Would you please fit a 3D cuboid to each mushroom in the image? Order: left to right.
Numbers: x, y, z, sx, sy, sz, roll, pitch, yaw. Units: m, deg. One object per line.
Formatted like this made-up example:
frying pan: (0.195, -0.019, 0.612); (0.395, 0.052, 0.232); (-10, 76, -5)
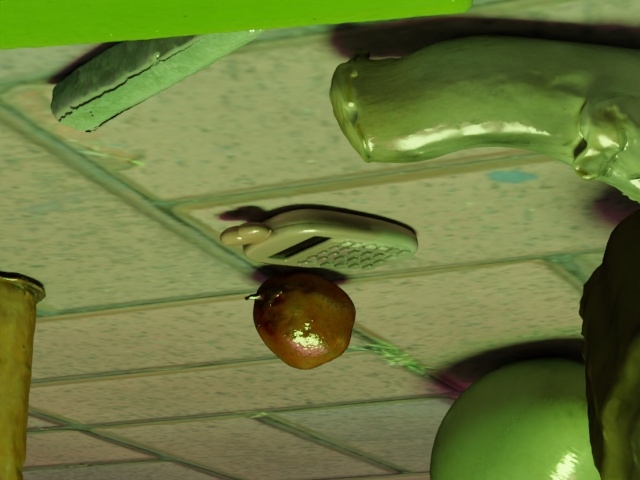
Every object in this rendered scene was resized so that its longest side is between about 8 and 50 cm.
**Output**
mushroom: (0.142, -0.071, 0.982); (0.278, 0.099, 0.096); (8, 148, -13)

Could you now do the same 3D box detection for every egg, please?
egg: (0.229, 0.225, 1.732); (0.219, 0.218, 0.295); (3, 151, -11)

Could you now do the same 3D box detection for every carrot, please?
carrot: (-0.336, 0.158, 1.440); (0.196, 0.254, 0.196); (3, 167, 1)

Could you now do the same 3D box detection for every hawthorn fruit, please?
hawthorn fruit: (-0.020, 0.063, 1.433); (0.081, 0.081, 0.093); (-12, 145, 35)

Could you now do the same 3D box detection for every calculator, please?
calculator: (0.000, 0.000, 1.316); (0.166, 0.024, 0.103); (8, 162, -33)

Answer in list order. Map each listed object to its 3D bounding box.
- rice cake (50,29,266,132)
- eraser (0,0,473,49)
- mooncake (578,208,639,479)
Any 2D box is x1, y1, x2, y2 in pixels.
rice cake: (-0.094, -0.103, 0.961); (0.033, 0.033, 0.208); (11, 160, -36)
eraser: (-0.074, -0.159, 0.686); (0.274, 0.092, 0.210); (-2, 162, 2)
mooncake: (0.338, 0.102, 1.155); (0.324, 0.187, 0.324); (2, 121, 4)
